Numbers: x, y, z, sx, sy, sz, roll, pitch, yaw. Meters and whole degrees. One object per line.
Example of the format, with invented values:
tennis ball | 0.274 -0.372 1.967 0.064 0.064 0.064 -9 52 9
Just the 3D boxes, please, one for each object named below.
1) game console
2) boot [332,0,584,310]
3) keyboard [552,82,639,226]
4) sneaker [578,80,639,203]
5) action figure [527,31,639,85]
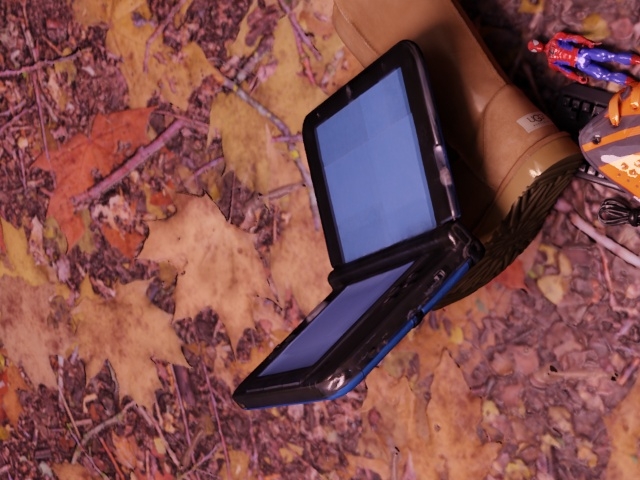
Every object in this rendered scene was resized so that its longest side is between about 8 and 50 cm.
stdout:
game console | 0.000 0.000 1.103 0.173 0.250 0.293 48 160 -5
boot | 0.096 -0.106 1.135 0.269 0.089 0.236 55 135 23
keyboard | 0.266 -0.056 1.047 0.180 0.023 0.108 23 114 33
sneaker | 0.257 -0.148 0.953 0.180 0.125 0.321 -27 80 33
action figure | 0.223 -0.149 1.057 0.115 0.030 0.038 23 119 35
